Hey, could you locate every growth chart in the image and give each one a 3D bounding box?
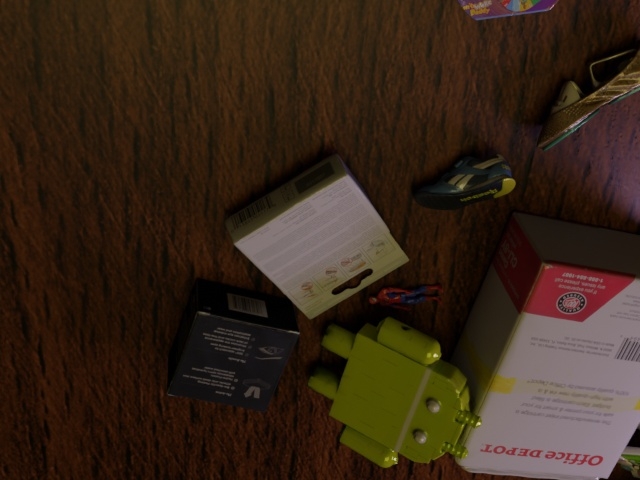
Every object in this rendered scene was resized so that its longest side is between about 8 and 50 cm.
[{"bbox_3d":[0.624,0.415,1.570,0.172,0.021,0.237,-12,143,44],"label":"growth chart"}]

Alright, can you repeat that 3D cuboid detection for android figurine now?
[{"bbox_3d":[0.113,0.238,1.328,0.272,0.056,0.248,28,119,17],"label":"android figurine"}]

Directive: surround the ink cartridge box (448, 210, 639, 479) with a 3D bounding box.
[{"bbox_3d":[0.374,0.175,1.354,0.279,0.160,0.385,10,118,-15],"label":"ink cartridge box"}]

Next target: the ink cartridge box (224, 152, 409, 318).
[{"bbox_3d":[0.000,0.000,1.263,0.189,0.066,0.232,-31,142,9],"label":"ink cartridge box"}]

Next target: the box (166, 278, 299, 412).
[{"bbox_3d":[-0.134,0.159,1.297,0.156,0.093,0.158,15,116,-18],"label":"box"}]

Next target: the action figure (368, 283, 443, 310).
[{"bbox_3d":[0.131,0.088,1.340,0.115,0.030,0.038,-3,126,-6],"label":"action figure"}]

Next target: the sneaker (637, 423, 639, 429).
[{"bbox_3d":[0.655,0.296,1.518,0.366,0.135,0.150,32,80,-19],"label":"sneaker"}]

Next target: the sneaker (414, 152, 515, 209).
[{"bbox_3d":[0.203,-0.084,1.239,0.144,0.059,0.053,-13,155,16],"label":"sneaker"}]

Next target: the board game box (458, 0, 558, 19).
[{"bbox_3d":[0.250,-0.346,1.097,0.168,0.033,0.133,-8,121,-4],"label":"board game box"}]

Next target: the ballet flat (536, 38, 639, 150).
[{"bbox_3d":[0.374,-0.205,1.194,0.206,0.073,0.067,-34,93,8],"label":"ballet flat"}]
